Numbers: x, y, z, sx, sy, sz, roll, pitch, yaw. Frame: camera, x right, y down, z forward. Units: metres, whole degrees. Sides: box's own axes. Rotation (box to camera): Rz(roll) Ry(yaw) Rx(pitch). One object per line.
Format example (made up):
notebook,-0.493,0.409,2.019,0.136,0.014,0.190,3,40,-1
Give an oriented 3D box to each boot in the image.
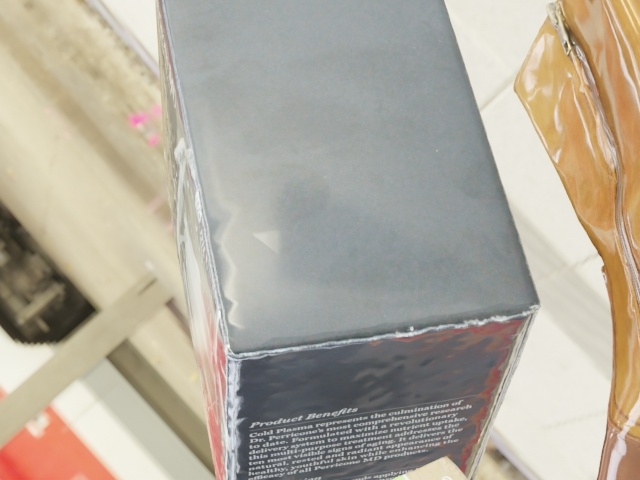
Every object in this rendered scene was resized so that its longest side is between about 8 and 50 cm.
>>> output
boot,0.149,0.019,0.727,0.264,0.096,0.280,97,155,-54

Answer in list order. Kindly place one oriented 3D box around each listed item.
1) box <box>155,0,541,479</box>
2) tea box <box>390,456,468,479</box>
box,0.000,0.000,1.509,0.472,0.297,0.480,99,161,-58
tea box,0.031,0.365,0.889,0.329,0.323,0.220,48,155,50
